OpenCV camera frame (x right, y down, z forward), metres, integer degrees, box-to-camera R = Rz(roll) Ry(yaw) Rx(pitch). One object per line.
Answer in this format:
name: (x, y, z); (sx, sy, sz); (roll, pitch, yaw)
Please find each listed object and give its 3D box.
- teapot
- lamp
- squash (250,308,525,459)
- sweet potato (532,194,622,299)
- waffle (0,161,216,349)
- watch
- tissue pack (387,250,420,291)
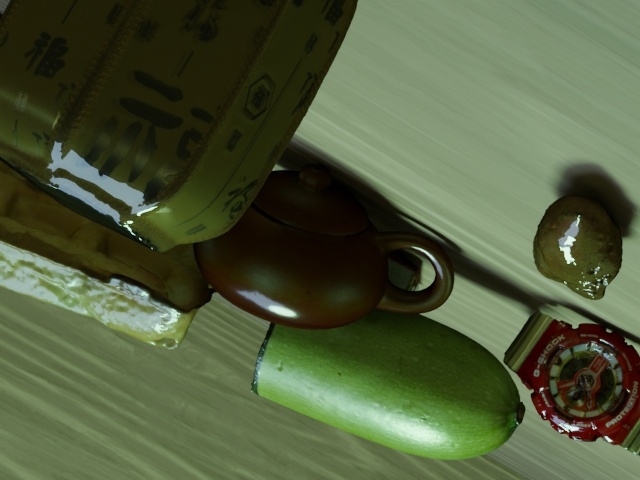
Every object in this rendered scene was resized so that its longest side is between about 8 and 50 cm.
teapot: (0.000, 0.000, 1.312); (0.252, 0.135, 0.178); (15, -152, -3)
lamp: (-0.079, -0.098, 0.741); (0.161, 0.185, 0.161); (31, 173, 4)
squash: (0.071, 0.131, 1.385); (0.247, 0.132, 0.132); (22, 170, 15)
sweet potato: (0.171, 0.008, 0.977); (0.068, 0.060, 0.206); (66, -171, 10)
waffle: (-0.220, -0.025, 1.447); (0.304, 0.077, 0.348); (22, -158, 2)
watch: (0.252, 0.134, 1.399); (0.165, 0.102, 0.268); (36, -179, 5)
tissue pack: (0.041, 0.055, 1.543); (0.106, 0.099, 0.148); (30, 172, 8)
